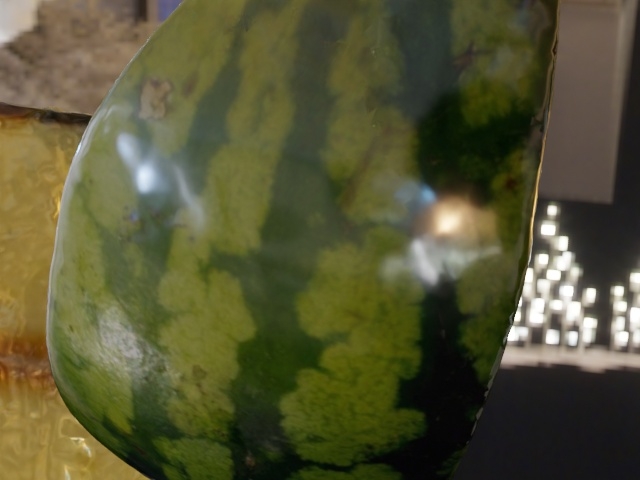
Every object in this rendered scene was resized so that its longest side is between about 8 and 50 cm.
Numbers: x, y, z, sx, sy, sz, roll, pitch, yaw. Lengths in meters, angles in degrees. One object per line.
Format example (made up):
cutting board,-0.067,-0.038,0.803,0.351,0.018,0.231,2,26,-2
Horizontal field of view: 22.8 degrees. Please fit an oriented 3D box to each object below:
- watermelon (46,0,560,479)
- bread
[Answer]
watermelon,0.011,0.019,0.525,0.159,0.303,0.128,-26,-124,-36
bread,-0.106,0.063,0.860,0.236,0.263,0.198,2,179,0
